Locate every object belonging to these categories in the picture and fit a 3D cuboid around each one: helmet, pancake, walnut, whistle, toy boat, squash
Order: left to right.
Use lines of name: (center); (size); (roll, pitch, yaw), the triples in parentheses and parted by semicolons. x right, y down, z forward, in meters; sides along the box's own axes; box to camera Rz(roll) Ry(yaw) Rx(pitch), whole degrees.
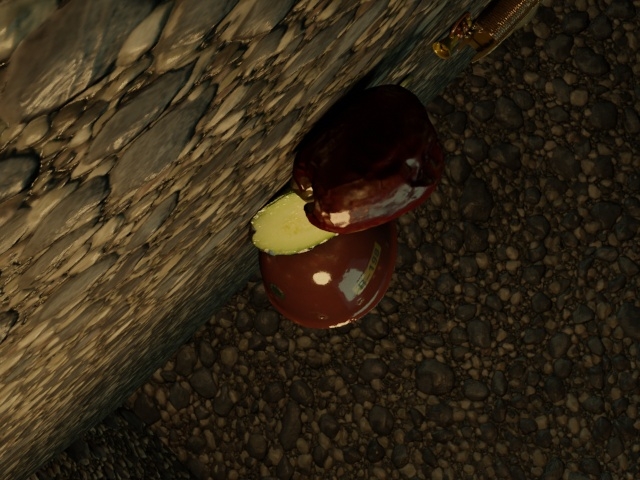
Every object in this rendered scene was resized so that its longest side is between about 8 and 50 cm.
squash: (-0.071, -0.056, 1.758); (0.184, 0.085, 0.192); (-23, 138, 7)
helmet: (0.000, 0.000, 1.931); (0.384, 0.338, 0.230); (-59, 155, -11)
walnut: (0.075, -0.127, 1.390); (0.269, 0.221, 0.244); (-29, 168, -11)
pancake: (0.176, -0.342, 1.866); (0.108, 0.017, 0.108); (-45, -177, 3)
whistle: (0.285, -0.446, 1.737); (0.046, 0.057, 0.109); (26, -106, 43)
toy boat: (0.469, -0.573, 2.036); (0.310, 0.089, 0.115); (-44, 176, 18)

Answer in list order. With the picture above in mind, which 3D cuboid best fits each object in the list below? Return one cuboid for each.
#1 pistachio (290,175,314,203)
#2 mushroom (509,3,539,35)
pistachio: (0.011, -0.135, 1.603); (0.149, 0.113, 0.113); (-27, 179, -1)
mushroom: (0.553, -0.646, 2.334); (0.108, 0.096, 0.247); (7, -146, 42)
